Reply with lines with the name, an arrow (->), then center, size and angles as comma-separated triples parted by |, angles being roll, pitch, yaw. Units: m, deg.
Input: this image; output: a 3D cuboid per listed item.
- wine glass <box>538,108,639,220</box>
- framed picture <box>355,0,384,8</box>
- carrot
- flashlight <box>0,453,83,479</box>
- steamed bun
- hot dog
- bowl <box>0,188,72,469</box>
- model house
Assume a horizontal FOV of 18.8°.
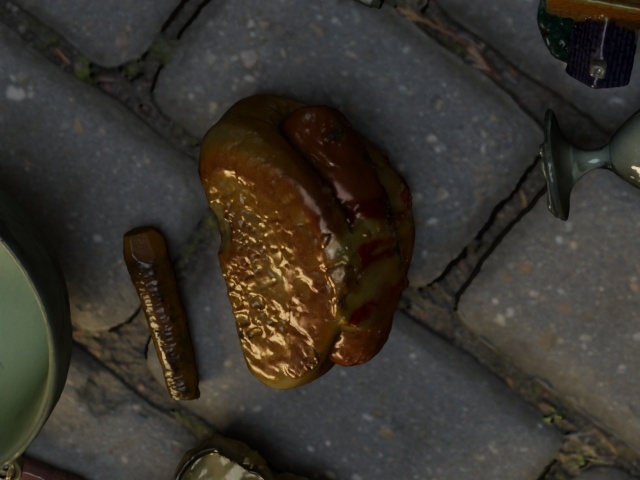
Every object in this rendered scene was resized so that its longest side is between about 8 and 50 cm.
wine glass -> 0.294, -0.078, 1.575 | 0.222, 0.103, 0.103 | -9, 108, 14
framed picture -> 0.010, -0.359, 1.571 | 0.213, 0.016, 0.289 | 25, 112, 0
carrot -> -0.143, 0.069, 1.746 | 0.042, 0.042, 0.170 | -8, 110, 13
flashlight -> -0.270, 0.225, 1.831 | 0.110, 0.031, 0.052 | 20, 112, 3
steamed bun -> -0.072, 0.280, 1.778 | 0.177, 0.106, 0.192 | 31, 104, 3
hot dog -> 0.000, 0.000, 1.642 | 0.153, 0.150, 0.256 | -4, 109, 23
bowl -> -0.358, 0.057, 1.715 | 0.307, 0.163, 0.307 | 4, 111, 9
model house -> 0.217, -0.178, 1.553 | 0.088, 0.100, 0.100 | 11, 112, 6
